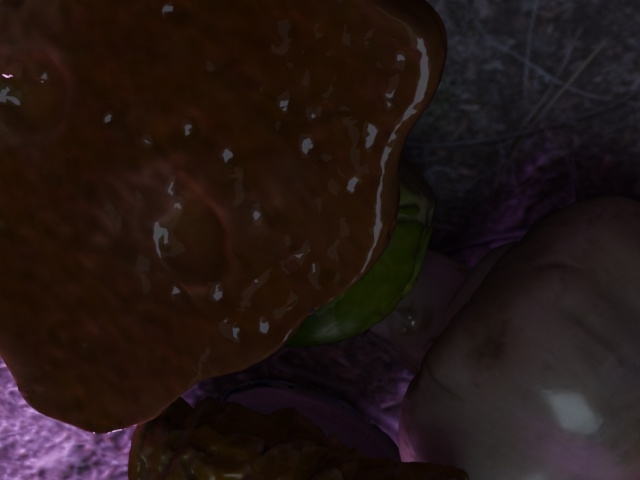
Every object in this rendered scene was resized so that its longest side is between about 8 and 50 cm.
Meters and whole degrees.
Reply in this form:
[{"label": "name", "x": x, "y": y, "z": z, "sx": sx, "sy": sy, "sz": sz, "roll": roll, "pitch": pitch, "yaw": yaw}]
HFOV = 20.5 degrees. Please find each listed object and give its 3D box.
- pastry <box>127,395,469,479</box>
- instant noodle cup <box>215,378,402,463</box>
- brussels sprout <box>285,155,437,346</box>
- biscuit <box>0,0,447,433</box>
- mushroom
[{"label": "pastry", "x": -0.023, "y": 0.186, "z": 1.113, "sx": 0.250, "sy": 0.102, "sz": 0.154, "roll": 13, "pitch": 101, "yaw": 22}, {"label": "instant noodle cup", "x": -0.033, "y": 0.202, "z": 1.277, "sx": 0.205, "sy": 0.205, "sz": 0.153, "roll": 19, "pitch": 115, "yaw": -17}, {"label": "brussels sprout", "x": -0.002, "y": -0.002, "z": 1.136, "sx": 0.155, "sy": 0.155, "sz": 0.117, "roll": -33, "pitch": 122, "yaw": 22}, {"label": "biscuit", "x": -0.123, "y": -0.091, "z": 1.040, "sx": 0.365, "sy": 0.062, "sz": 0.385, "roll": 45, "pitch": 116, "yaw": -4}, {"label": "mushroom", "x": 0.134, "y": 0.081, "z": 1.188, "sx": 0.260, "sy": 0.234, "sz": 0.254, "roll": -50, "pitch": 158, "yaw": -10}]
